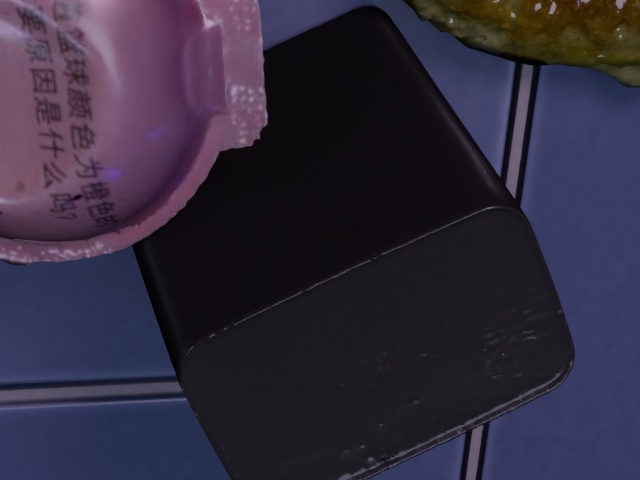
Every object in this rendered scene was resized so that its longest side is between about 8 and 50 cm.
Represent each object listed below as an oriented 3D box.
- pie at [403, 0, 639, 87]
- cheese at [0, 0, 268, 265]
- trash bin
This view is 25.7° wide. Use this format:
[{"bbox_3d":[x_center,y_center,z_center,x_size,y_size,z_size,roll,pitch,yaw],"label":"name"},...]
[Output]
[{"bbox_3d":[0.191,-0.231,0.662,0.296,0.078,0.371,32,106,-24],"label":"pie"},{"bbox_3d":[-0.162,-0.073,0.577,0.286,0.074,0.188,0,116,12],"label":"cheese"},{"bbox_3d":[0.000,0.000,0.641,0.165,0.225,0.115,-24,117,-1],"label":"trash bin"}]
